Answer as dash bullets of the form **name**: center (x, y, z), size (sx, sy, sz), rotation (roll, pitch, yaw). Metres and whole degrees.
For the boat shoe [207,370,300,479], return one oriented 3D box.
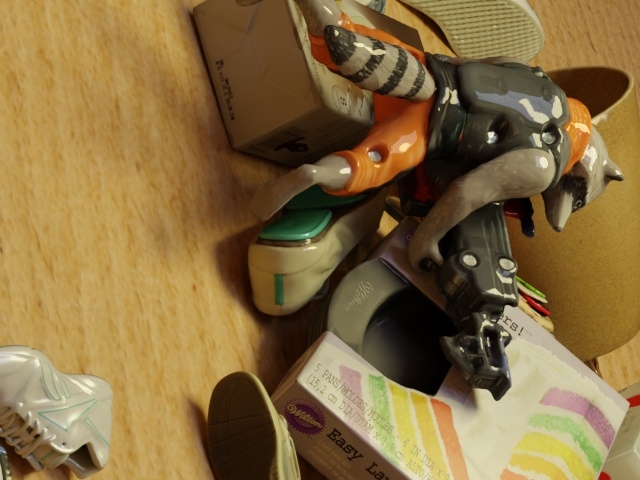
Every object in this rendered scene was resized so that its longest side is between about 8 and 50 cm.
- **boat shoe**: center (-0.039, 0.169, 1.350), size (0.153, 0.056, 0.048), rotation (70, 16, 11)

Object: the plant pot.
- **plant pot**: center (0.233, -0.015, 1.881), size (0.237, 0.237, 0.254), rotation (-59, 132, -61)

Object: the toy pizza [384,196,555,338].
- **toy pizza**: center (0.136, 0.017, 1.677), size (0.201, 0.032, 0.201), rotation (39, 3, -2)

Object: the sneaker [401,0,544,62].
- **sneaker**: center (0.155, -0.314, 2.138), size (0.282, 0.102, 0.161), rotation (36, 33, -44)

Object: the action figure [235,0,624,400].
- **action figure**: center (0.104, -0.060, 1.485), size (0.330, 0.178, 0.341), rotation (8, 53, -32)

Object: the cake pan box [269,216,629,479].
- **cake pan box**: center (0.102, 0.134, 1.504), size (0.267, 0.070, 0.246), rotation (41, 39, -3)

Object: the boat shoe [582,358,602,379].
- **boat shoe**: center (0.274, 0.102, 1.999), size (0.064, 0.060, 0.178), rotation (48, 29, -29)

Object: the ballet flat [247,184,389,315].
- **ballet flat**: center (0.000, 0.000, 1.575), size (0.086, 0.086, 0.248), rotation (60, 27, -6)

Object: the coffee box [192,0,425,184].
- **coffee box**: center (0.008, -0.140, 1.681), size (0.246, 0.098, 0.141), rotation (13, 56, -58)

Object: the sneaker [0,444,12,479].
- **sneaker**: center (-0.206, 0.190, 0.994), size (0.081, 0.080, 0.211), rotation (25, 34, -44)

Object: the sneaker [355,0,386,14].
- **sneaker**: center (0.004, -0.328, 1.889), size (0.122, 0.110, 0.283), rotation (56, 22, -59)

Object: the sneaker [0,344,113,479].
- **sneaker**: center (-0.175, 0.105, 1.149), size (0.152, 0.054, 0.061), rotation (27, 45, -52)

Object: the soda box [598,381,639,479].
- **soda box**: center (0.335, 0.218, 1.987), size (0.069, 0.074, 0.216), rotation (59, 25, -8)
